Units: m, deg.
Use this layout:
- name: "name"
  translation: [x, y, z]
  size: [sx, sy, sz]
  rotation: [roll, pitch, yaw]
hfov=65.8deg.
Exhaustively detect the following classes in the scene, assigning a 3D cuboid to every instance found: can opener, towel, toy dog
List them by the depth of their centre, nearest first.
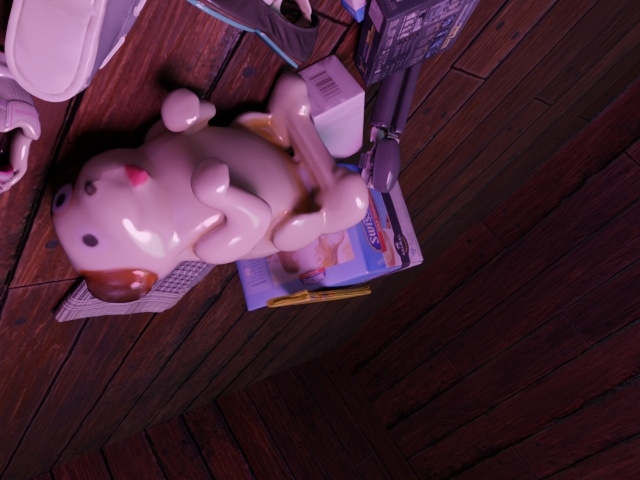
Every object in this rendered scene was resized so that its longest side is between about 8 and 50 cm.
- name: "toy dog"
  translation: [-0.206, -0.071, 0.793]
  size: [0.408, 0.284, 0.395]
  rotation: [-18, 172, -35]
- name: "can opener"
  translation: [0.148, -0.231, 0.953]
  size: [0.076, 0.095, 0.283]
  rotation: [9, 98, -38]
- name: "towel"
  translation: [0.003, 0.112, 1.007]
  size: [0.102, 0.021, 0.237]
  rotation: [-14, 170, 33]
- name: "towel"
  translation: [-0.371, 0.081, 1.105]
  size: [0.312, 0.056, 0.324]
  rotation: [-43, 159, 21]

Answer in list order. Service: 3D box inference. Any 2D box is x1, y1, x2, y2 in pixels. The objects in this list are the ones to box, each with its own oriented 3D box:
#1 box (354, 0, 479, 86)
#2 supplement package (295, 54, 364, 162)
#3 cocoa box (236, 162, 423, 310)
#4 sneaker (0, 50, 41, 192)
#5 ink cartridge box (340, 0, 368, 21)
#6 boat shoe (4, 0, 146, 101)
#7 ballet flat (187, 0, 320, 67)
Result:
- name: "box"
  translation: [0.158, -0.356, 0.806]
  size: [0.184, 0.059, 0.232]
  rotation: [-26, 176, -4]
- name: "supplement package"
  translation: [0.011, -0.232, 0.928]
  size: [0.105, 0.105, 0.179]
  rotation: [-31, 159, -9]
- name: "cocoa box"
  translation: [0.000, 0.000, 1.100]
  size: [0.347, 0.231, 0.228]
  rotation: [-22, 169, 37]
- name: "sneaker"
  translation: [-0.415, -0.095, 0.573]
  size: [0.252, 0.111, 0.103]
  rotation: [-43, 158, 22]
- name: "ink cartridge box"
  translation: [0.067, -0.398, 0.723]
  size: [0.089, 0.052, 0.122]
  rotation: [-35, 158, 4]
- name: "boat shoe"
  translation: [-0.222, -0.293, 0.503]
  size: [0.319, 0.116, 0.099]
  rotation: [-52, -163, 24]
- name: "ballet flat"
  translation: [-0.080, -0.314, 0.649]
  size: [0.096, 0.095, 0.280]
  rotation: [-53, 165, 17]
